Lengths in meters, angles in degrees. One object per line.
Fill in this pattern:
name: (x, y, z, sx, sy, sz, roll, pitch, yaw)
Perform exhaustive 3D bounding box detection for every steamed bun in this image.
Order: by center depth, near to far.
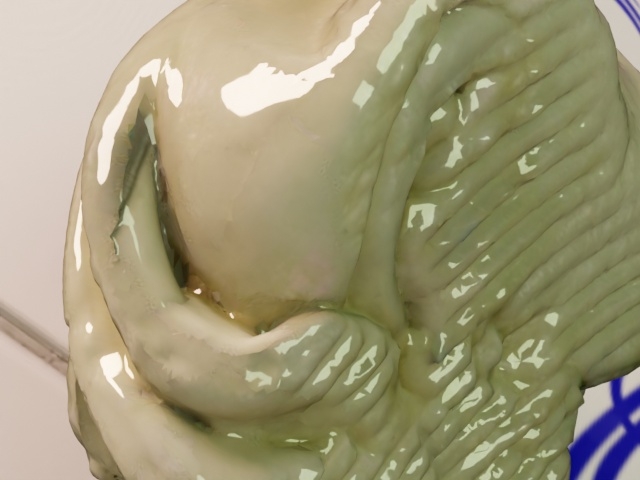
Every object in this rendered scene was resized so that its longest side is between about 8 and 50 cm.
steamed bun: (0.000, 0.000, 0.738, 0.280, 0.207, 0.268, 33, 78, -50)
